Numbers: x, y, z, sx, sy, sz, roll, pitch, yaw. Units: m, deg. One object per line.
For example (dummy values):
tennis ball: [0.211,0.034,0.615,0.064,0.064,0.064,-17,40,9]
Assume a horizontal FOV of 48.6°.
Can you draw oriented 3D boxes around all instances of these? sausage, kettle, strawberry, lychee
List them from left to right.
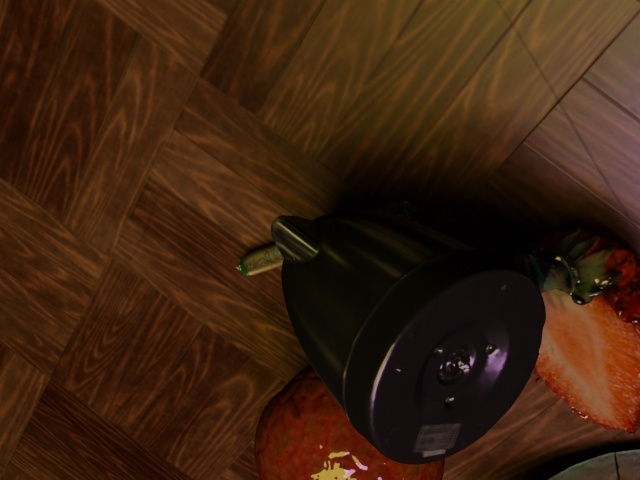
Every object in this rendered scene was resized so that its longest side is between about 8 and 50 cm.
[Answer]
sausage: [0.000,0.000,0.862,0.269,0.033,0.032,-19,111,31]
lychee: [0.031,0.249,0.886,0.300,0.255,0.255,55,132,27]
kettle: [0.074,0.061,0.734,0.271,0.251,0.207,37,123,48]
strawberry: [0.284,0.082,0.759,0.188,0.106,0.286,3,137,46]

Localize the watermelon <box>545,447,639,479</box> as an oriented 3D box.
watermelon: [0.413,0.404,0.845,0.222,0.319,0.292,51,169,-33]
